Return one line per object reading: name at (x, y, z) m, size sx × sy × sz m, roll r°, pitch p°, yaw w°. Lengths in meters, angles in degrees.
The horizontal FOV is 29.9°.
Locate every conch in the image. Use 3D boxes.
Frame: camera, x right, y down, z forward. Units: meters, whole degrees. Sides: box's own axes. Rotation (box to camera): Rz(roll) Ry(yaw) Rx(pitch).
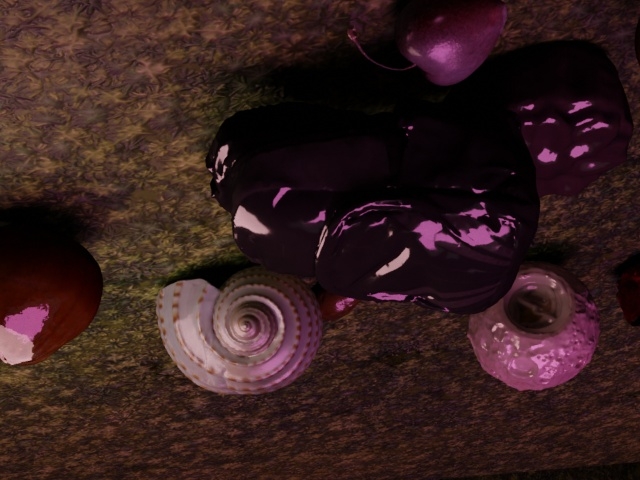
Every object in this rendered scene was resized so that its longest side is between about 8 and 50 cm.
conch at (-0.145, 0.177, 2.157) m, size 0.302 × 0.215 × 0.319 m, roll -3°, pitch 154°, yaw 3°

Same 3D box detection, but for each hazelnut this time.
hazelnut at (-0.441, 0.088, 1.822) m, size 0.217 × 0.217 × 0.251 m, roll -7°, pitch 162°, yaw -12°

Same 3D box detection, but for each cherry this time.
cherry at (0.145, -0.267, 1.468) m, size 0.148 × 0.115 × 0.188 m, roll -5°, pitch 157°, yaw 32°

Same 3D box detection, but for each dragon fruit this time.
dragon fruit at (0.710, 0.115, 2.500) m, size 0.172 × 0.160 × 0.167 m, roll -6°, pitch 113°, yaw -23°

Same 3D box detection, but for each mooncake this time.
mooncake at (0.315, -0.158, 1.749) m, size 0.282 × 0.141 × 0.283 m, roll -9°, pitch 153°, yaw -5°

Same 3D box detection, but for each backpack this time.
backpack at (0.062, -0.060, 1.637) m, size 0.445 × 0.255 × 0.363 m, roll 5°, pitch 148°, yaw -3°

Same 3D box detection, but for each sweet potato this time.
sweet potato at (0.015, 0.118, 2.264) m, size 0.074 × 0.075 × 0.269 m, roll 9°, pitch 151°, yaw -39°

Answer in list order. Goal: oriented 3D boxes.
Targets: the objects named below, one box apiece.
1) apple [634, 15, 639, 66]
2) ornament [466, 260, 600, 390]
apple at (0.527, -0.260, 1.555) m, size 0.207 × 0.237 × 0.237 m, roll -11°, pitch 162°, yaw 40°
ornament at (0.416, 0.171, 2.353) m, size 0.259 × 0.259 × 0.225 m, roll -13°, pitch 151°, yaw 1°
